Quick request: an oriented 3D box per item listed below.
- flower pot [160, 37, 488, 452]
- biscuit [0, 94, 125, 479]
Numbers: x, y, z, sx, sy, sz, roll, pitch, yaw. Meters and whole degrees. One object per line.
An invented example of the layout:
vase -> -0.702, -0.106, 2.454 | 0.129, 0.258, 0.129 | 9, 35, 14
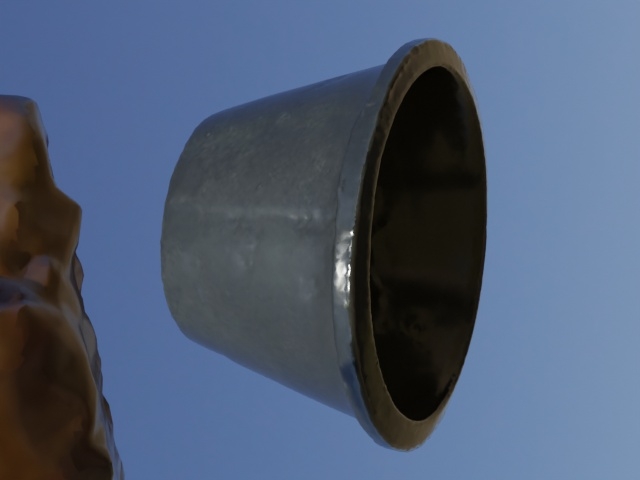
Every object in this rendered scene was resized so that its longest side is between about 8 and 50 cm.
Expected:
flower pot -> 0.000, 0.000, 1.133 | 0.269, 0.166, 0.269 | 2, -90, -69
biscuit -> -0.225, 0.152, 0.646 | 0.395, 0.343, 0.166 | 83, 169, -46
